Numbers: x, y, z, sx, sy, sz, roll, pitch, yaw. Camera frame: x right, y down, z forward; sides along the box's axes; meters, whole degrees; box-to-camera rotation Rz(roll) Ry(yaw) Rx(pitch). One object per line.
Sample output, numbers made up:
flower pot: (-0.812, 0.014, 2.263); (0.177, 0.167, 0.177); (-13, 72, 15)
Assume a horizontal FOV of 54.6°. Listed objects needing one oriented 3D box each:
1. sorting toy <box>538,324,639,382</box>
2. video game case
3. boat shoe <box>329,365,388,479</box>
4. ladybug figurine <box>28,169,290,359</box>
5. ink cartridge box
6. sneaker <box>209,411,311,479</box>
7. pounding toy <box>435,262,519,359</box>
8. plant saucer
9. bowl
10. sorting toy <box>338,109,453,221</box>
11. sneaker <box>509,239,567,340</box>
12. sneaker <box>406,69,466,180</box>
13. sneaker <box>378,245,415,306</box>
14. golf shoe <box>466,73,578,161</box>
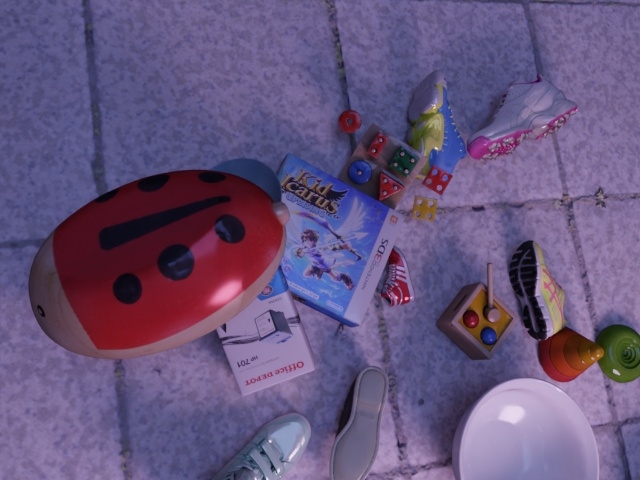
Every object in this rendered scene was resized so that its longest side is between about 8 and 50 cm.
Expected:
sorting toy: (0.653, 0.237, 1.309); (0.365, 0.126, 0.127); (3, 78, -15)
video game case: (0.000, 0.000, 1.201); (0.269, 0.061, 0.244); (27, 71, -9)
boat shoe: (0.071, 0.346, 1.143); (0.081, 0.069, 0.228); (19, 73, 1)
ladybug figurine: (-0.267, 0.016, 1.004); (0.449, 0.162, 0.305); (-23, 62, -5)
ink cartridge box: (-0.104, 0.156, 1.095); (0.139, 0.082, 0.191); (-20, 93, -1)
sneaker: (-0.101, 0.391, 1.041); (0.256, 0.151, 0.094); (-38, 89, -21)
pounding toy: (0.323, 0.143, 1.244); (0.130, 0.100, 0.141); (43, 71, -4)
plant saucer: (-0.157, -0.061, 1.148); (0.194, 0.037, 0.195); (-7, 64, 15)
bowl: (0.365, 0.413, 1.182); (0.297, 0.134, 0.298); (3, 77, -15)
sorting toy: (0.131, -0.138, 1.236); (0.274, 0.046, 0.132); (33, 101, 0)
sneaker: (0.469, 0.101, 1.315); (0.094, 0.081, 0.209); (-9, 88, -25)
sneaker: (0.252, -0.234, 1.320); (0.126, 0.091, 0.240); (18, 81, -24)
sneaker: (0.142, 0.073, 1.236); (0.067, 0.042, 0.119); (-16, 86, -22)
golf shoe: (0.422, -0.272, 1.366); (0.306, 0.115, 0.140); (-25, 77, -27)
